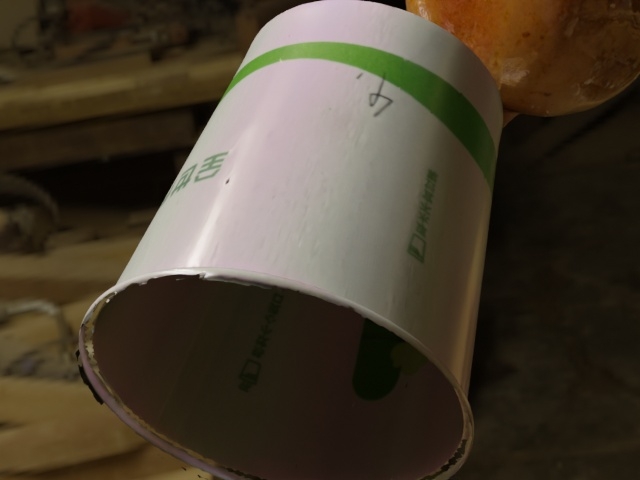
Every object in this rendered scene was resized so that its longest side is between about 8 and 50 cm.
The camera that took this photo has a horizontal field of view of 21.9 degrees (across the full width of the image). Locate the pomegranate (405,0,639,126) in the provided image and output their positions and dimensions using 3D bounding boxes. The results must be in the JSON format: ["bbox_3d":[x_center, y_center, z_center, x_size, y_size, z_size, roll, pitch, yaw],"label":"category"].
[{"bbox_3d":[0.172,-0.194,1.336,0.209,0.209,0.209,-8,18,3],"label":"pomegranate"}]

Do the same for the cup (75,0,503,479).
[{"bbox_3d":[0.000,0.000,1.086,0.253,0.253,0.274,-1,51,24],"label":"cup"}]
